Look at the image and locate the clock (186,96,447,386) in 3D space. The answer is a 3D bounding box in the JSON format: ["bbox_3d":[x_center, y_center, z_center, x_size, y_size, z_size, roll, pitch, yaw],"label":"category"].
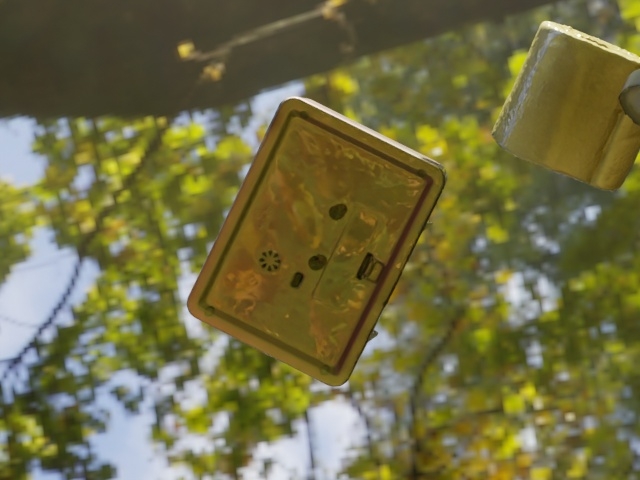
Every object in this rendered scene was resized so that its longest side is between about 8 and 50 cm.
[{"bbox_3d":[0.000,0.000,1.549,0.197,0.150,0.063,-64,-5,8],"label":"clock"}]

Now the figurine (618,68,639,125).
[{"bbox_3d":[0.336,-0.190,1.468,0.133,0.176,0.236,36,-108,-38],"label":"figurine"}]

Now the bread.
[{"bbox_3d":[0.270,-0.139,1.985,0.134,0.148,0.141,-42,-25,-79],"label":"bread"}]
